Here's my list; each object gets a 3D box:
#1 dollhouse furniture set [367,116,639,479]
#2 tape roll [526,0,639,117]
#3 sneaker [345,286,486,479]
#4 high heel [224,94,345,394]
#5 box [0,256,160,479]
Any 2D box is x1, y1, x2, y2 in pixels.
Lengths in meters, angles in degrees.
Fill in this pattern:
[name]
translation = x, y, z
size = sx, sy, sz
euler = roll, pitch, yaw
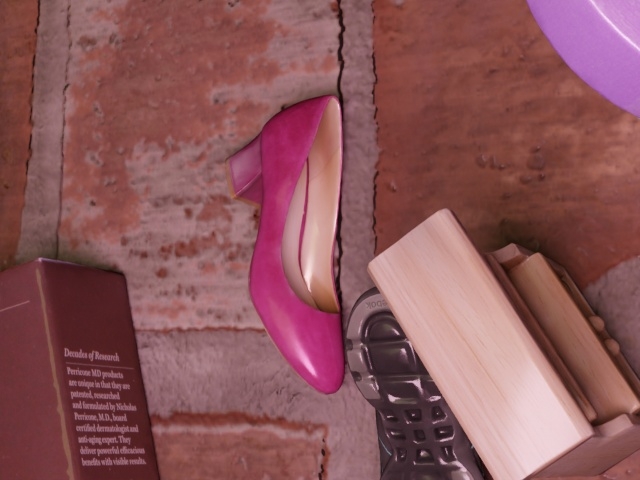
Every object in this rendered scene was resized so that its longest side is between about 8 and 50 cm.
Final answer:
[dollhouse furniture set]
translation = 0.270, -0.014, 0.914
size = 0.394, 0.256, 0.362
euler = -37, 69, 17
[tape roll]
translation = 0.254, -0.202, 0.820
size = 0.274, 0.090, 0.275
euler = 1, 81, -6
[sneaker]
translation = 0.090, 0.155, 1.071
size = 0.101, 0.106, 0.267
euler = -4, 101, 20
[high heel]
translation = 0.000, 0.000, 1.142
size = 0.117, 0.082, 0.244
euler = -33, 56, 28
[box]
translation = -0.248, 0.225, 1.197
size = 0.191, 0.143, 0.381
euler = -19, 73, 22
